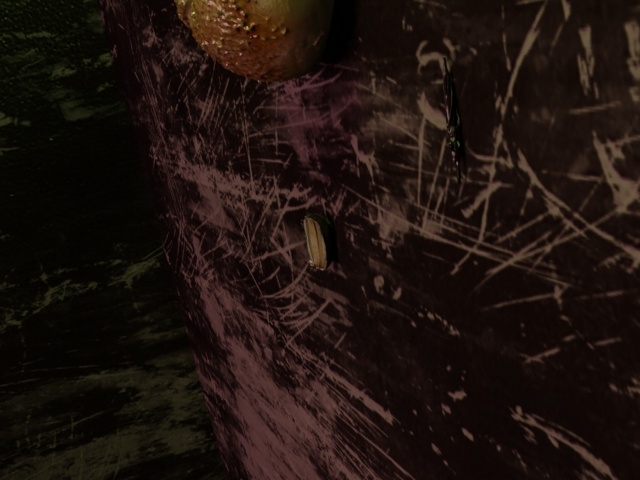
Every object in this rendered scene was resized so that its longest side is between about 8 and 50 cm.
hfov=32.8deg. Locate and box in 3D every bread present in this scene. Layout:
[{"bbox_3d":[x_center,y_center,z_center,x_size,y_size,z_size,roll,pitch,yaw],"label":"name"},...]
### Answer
[{"bbox_3d":[-0.087,-0.315,1.218,0.305,0.159,0.305,162,90,-73],"label":"bread"}]

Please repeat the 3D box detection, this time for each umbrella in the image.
[{"bbox_3d":[0.121,-0.107,0.993,0.022,0.013,0.122,-90,-10,-65],"label":"umbrella"}]

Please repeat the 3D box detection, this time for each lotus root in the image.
[{"bbox_3d":[0.001,-0.001,1.474,0.037,0.030,0.083,14,129,35],"label":"lotus root"}]
